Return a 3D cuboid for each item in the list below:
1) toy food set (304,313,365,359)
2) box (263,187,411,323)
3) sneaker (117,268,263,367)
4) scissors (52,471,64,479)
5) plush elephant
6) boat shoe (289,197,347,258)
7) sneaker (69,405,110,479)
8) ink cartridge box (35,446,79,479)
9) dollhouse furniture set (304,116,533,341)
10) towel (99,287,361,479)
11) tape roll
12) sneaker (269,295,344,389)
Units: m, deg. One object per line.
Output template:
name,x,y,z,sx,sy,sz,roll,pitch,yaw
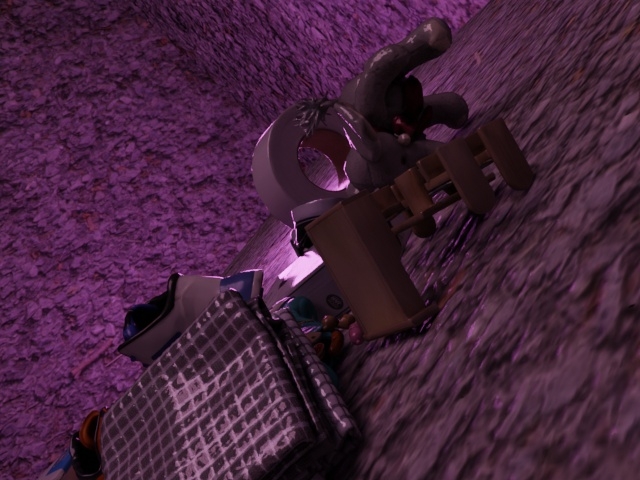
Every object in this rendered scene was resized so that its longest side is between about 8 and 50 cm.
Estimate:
toy food set,0.015,0.119,0.859,0.122,0.019,0.078,-25,31,-33
box,0.012,0.060,1.137,0.290,0.087,0.169,-42,11,38
sneaker,-0.183,0.163,0.958,0.127,0.182,0.315,-81,1,-62
scissors,-0.486,0.435,1.092,0.297,0.021,0.109,-47,11,10
plush elephant,0.127,-0.182,1.205,0.330,0.255,0.272,-16,-32,3
boat shoe,-0.004,0.001,1.317,0.113,0.105,0.306,-8,-13,-14
sneaker,-0.338,0.351,1.267,0.124,0.180,0.321,-44,10,16
ink cartridge box,-0.516,0.568,1.238,0.395,0.166,0.285,-44,11,16
dollhouse furniture set,0.130,-0.008,0.859,0.242,0.161,0.212,-28,-3,-31
towel,-0.117,0.214,0.745,0.283,0.121,0.235,-46,39,10
tape roll,-0.002,-0.159,1.499,0.286,0.286,0.100,-54,10,-29
sneaker,-0.016,0.152,0.949,0.110,0.107,0.275,-27,18,9
